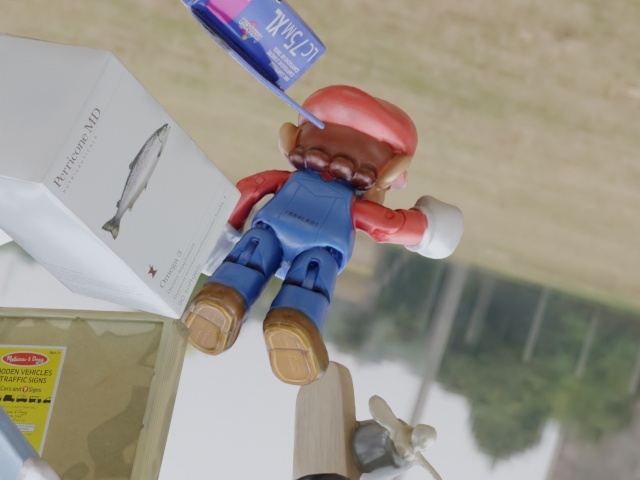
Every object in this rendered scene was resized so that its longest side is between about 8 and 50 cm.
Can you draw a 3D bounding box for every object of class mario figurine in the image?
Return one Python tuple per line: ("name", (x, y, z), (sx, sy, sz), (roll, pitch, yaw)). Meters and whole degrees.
("mario figurine", (0.000, 0.000, 1.781), (0.198, 0.320, 0.170), (43, 140, -15))

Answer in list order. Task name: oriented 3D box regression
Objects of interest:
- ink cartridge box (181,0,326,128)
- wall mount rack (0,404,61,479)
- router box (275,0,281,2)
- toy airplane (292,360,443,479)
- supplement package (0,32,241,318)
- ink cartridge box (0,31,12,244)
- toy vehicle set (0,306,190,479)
("ink cartridge box", (-0.108, -0.228, 1.542), (0.311, 0.065, 0.186), (50, -174, 27))
("wall mount rack", (-0.238, 0.170, 1.323), (0.130, 0.304, 0.350), (-15, -130, -43))
("router box", (-0.063, -0.189, 1.082), (0.122, 0.038, 0.092), (31, 160, 50))
("toy airplane", (0.029, 0.355, 1.882), (0.272, 0.386, 0.384), (9, -165, -26))
("supplement package", (-0.152, -0.041, 1.297), (0.105, 0.105, 0.179), (12, 158, 35))
("ink cartridge box", (-0.374, -0.070, 1.885), (0.100, 0.237, 0.172), (-114, 2, -48))
("toy vehicle set", (-0.250, 0.139, 1.634), (0.267, 0.166, 0.035), (2, 155, 23))
